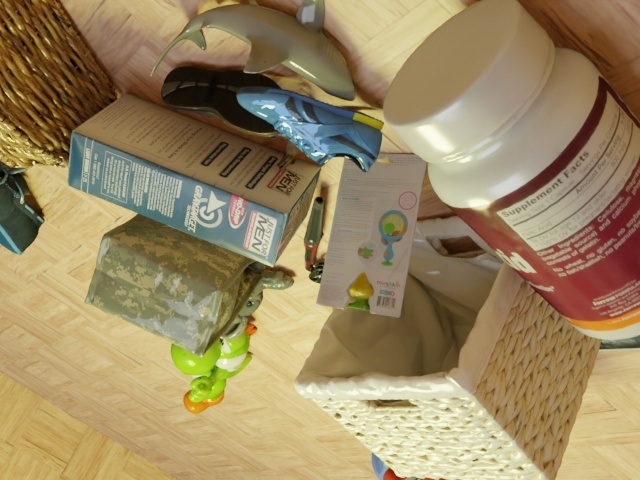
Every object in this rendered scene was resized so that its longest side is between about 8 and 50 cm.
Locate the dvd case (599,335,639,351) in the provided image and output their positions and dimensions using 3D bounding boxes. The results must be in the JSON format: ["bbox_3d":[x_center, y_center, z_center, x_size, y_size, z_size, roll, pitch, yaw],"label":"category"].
[{"bbox_3d":[0.421,0.120,1.391,0.238,0.029,0.179,-11,133,45],"label":"dvd case"}]

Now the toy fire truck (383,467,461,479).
[{"bbox_3d":[0.270,0.422,1.723,0.169,0.302,0.254,42,167,42],"label":"toy fire truck"}]

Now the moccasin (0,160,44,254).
[{"bbox_3d":[-0.662,-0.102,1.769,0.138,0.117,0.342,32,156,13],"label":"moccasin"}]

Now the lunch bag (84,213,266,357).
[{"bbox_3d":[-0.242,0.051,1.547,0.235,0.287,0.169,24,114,7],"label":"lunch bag"}]

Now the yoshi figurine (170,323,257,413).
[{"bbox_3d":[-0.278,0.271,1.986,0.203,0.203,0.362,33,147,1],"label":"yoshi figurine"}]

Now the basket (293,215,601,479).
[{"bbox_3d":[0.203,0.158,1.297,0.328,0.331,0.266,-12,130,47],"label":"basket"}]

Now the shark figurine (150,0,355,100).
[{"bbox_3d":[-0.095,-0.252,1.118,0.278,0.116,0.166,16,147,13],"label":"shark figurine"}]

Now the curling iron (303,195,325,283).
[{"bbox_3d":[0.000,0.000,1.510,0.068,0.035,0.274,15,149,10],"label":"curling iron"}]

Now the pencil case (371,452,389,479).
[{"bbox_3d":[0.253,0.522,2.039,0.119,0.133,0.306,4,165,-35],"label":"pencil case"}]

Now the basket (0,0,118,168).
[{"bbox_3d":[-0.499,-0.252,1.310,0.223,0.213,0.299,6,144,29],"label":"basket"}]

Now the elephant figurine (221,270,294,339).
[{"bbox_3d":[-0.194,0.117,1.735,0.239,0.169,0.186,14,-179,-10],"label":"elephant figurine"}]

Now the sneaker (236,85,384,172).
[{"bbox_3d":[-0.018,-0.150,1.167,0.209,0.082,0.069,17,180,-10],"label":"sneaker"}]

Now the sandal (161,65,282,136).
[{"bbox_3d":[-0.134,-0.199,1.257,0.219,0.090,0.060,13,168,26],"label":"sandal"}]

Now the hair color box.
[{"bbox_3d":[-0.193,-0.099,1.341,0.347,0.174,0.105,21,124,7],"label":"hair color box"}]

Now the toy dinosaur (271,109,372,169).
[{"bbox_3d":[-0.015,-0.171,1.259,0.092,0.053,0.183,29,138,-33],"label":"toy dinosaur"}]

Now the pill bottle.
[{"bbox_3d":[0.269,-0.077,1.005,0.392,0.224,0.224,41,146,-24],"label":"pill bottle"}]

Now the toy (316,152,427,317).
[{"bbox_3d":[0.083,-0.009,1.269,0.137,0.237,0.056,6,167,30],"label":"toy"}]
